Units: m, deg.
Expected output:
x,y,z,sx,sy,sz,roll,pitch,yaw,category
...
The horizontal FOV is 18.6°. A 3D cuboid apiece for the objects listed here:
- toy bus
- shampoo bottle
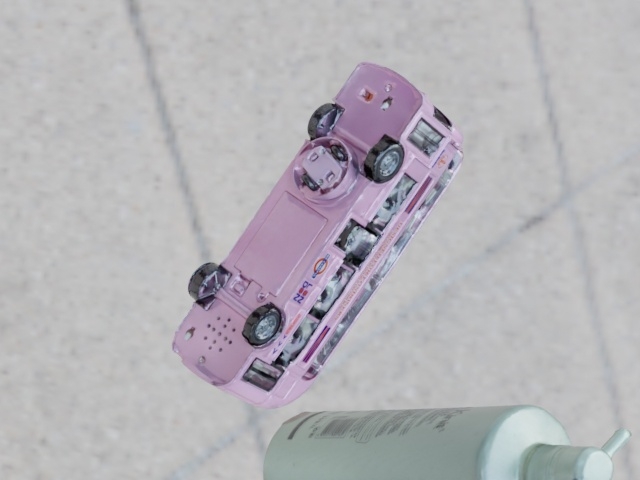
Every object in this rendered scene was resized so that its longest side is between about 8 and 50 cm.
x,y,z,sx,sy,sz,roll,pitch,yaw,category
0.000,0.000,1.112,0.203,0.063,0.090,-55,144,1,toy bus
0.074,0.145,1.218,0.085,0.262,0.085,6,81,-40,shampoo bottle
